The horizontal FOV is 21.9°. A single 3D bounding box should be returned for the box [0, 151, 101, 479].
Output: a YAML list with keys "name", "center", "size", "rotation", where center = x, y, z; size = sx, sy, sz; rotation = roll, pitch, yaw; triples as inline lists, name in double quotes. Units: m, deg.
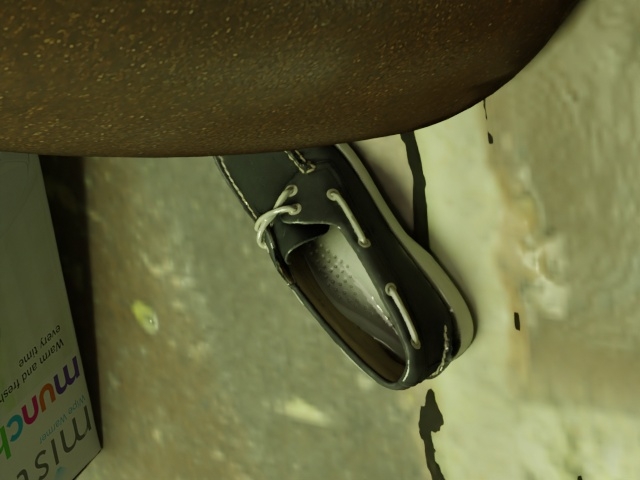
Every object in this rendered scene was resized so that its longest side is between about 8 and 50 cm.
- name: "box"
  center: [-0.244, 0.005, 0.676]
  size: [0.262, 0.127, 0.231]
  rotation: [12, 128, 28]

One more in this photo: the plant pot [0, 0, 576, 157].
- name: "plant pot"
  center: [-0.063, -0.110, 0.445]
  size: [0.215, 0.230, 0.215]
  rotation: [12, 111, 32]

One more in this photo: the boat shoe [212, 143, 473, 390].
- name: "boat shoe"
  center: [0.000, 0.000, 0.582]
  size: [0.125, 0.038, 0.046]
  rotation: [51, 132, 8]
